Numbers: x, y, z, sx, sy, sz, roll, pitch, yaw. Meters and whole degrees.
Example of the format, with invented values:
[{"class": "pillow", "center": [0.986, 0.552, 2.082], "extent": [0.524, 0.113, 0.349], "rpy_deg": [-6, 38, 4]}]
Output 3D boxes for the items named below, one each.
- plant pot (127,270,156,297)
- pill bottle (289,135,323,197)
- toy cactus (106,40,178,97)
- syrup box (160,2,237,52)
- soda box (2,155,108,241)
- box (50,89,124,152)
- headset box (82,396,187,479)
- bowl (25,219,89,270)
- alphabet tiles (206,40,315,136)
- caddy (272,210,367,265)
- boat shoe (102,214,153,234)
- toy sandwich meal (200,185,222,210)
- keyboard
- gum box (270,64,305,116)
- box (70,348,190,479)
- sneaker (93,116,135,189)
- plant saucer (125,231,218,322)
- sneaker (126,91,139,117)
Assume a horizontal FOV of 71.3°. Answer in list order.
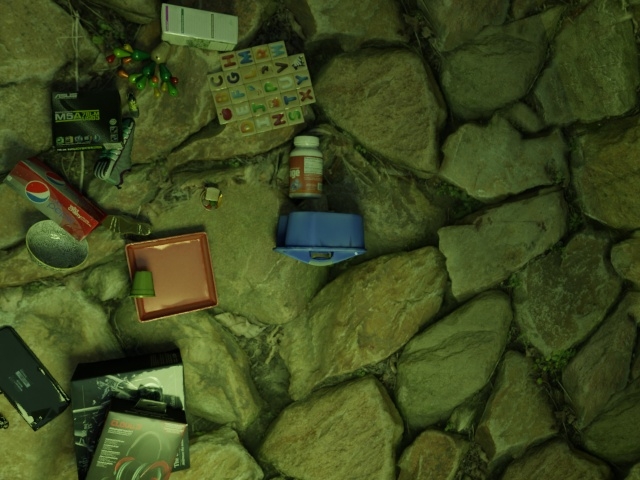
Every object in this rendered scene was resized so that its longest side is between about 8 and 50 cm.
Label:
[{"class": "plant pot", "center": [-0.555, 0.136, 1.392], "extent": [0.083, 0.083, 0.079], "rpy_deg": [2, 80, -22]}, {"class": "pill bottle", "center": [-0.052, -0.260, 1.603], "extent": [0.121, 0.121, 0.216], "rpy_deg": [0, 92, -22]}, {"class": "toy cactus", "center": [-0.537, -0.560, 1.411], "extent": [0.219, 0.112, 0.180], "rpy_deg": [28, 72, -12]}, {"class": "syrup box", "center": [-0.397, -0.690, 1.457], "extent": [0.236, 0.093, 0.096], "rpy_deg": [0, 93, -22]}, {"class": "soda box", "center": [-0.775, -0.122, 1.316], "extent": [0.092, 0.083, 0.263], "rpy_deg": [-43, 108, 9]}, {"class": "box", "center": [-0.695, -0.359, 1.332], "extent": [0.190, 0.045, 0.184], "rpy_deg": [-6, 77, -13]}, {"class": "headset box", "center": [-0.522, 0.592, 1.260], "extent": [0.218, 0.110, 0.293], "rpy_deg": [20, 85, -21]}, {"class": "bowl", "center": [-0.789, 0.031, 1.319], "extent": [0.170, 0.170, 0.080], "rpy_deg": [40, 122, -19]}, {"class": "alphabet tiles", "center": [-0.201, -0.522, 1.535], "extent": [0.342, 0.011, 0.285], "rpy_deg": [-15, 96, -5]}, {"class": "caddy", "center": [0.000, 0.000, 1.575], "extent": [0.341, 0.241, 0.179], "rpy_deg": [2, 87, -22]}, {"class": "boat shoe", "center": [-0.617, -0.052, 1.427], "extent": [0.153, 0.048, 0.056], "rpy_deg": [8, 101, -16]}, {"class": "toy sandwich meal", "center": [-0.371, -0.143, 1.526], "extent": [0.085, 0.029, 0.086], "rpy_deg": [-1, 93, -22]}, {"class": "keyboard", "center": [-0.922, 0.434, 1.325], "extent": [0.201, 0.033, 0.317], "rpy_deg": [-35, 104, -24]}, {"class": "gum box", "center": [-0.124, -0.535, 1.593], "extent": [0.107, 0.062, 0.188], "rpy_deg": [-10, 96, -21]}, {"class": "box", "center": [-0.583, 0.547, 1.390], "extent": [0.312, 0.179, 0.343], "rpy_deg": [-5, 94, -21]}, {"class": "sneaker", "center": [-0.628, -0.276, 1.406], "extent": [0.098, 0.083, 0.224], "rpy_deg": [49, 54, -58]}, {"class": "plant saucer", "center": [-0.489, 0.117, 1.480], "extent": [0.258, 0.047, 0.259], "rpy_deg": [-10, 95, -22]}, {"class": "sneaker", "center": [-0.598, -0.432, 1.416], "extent": [0.031, 0.035, 0.083], "rpy_deg": [-19, 99, -20]}]
